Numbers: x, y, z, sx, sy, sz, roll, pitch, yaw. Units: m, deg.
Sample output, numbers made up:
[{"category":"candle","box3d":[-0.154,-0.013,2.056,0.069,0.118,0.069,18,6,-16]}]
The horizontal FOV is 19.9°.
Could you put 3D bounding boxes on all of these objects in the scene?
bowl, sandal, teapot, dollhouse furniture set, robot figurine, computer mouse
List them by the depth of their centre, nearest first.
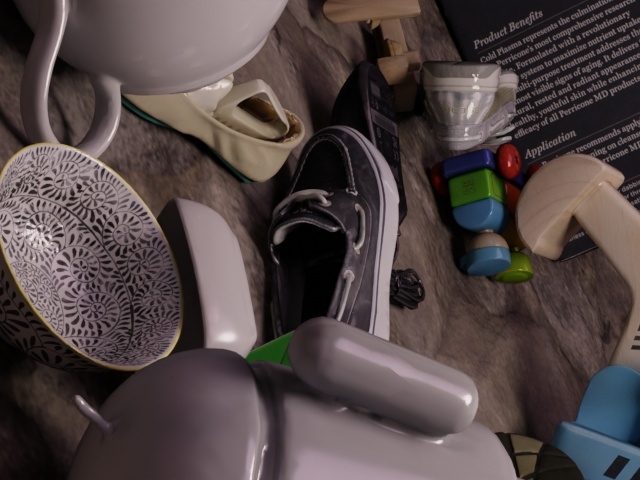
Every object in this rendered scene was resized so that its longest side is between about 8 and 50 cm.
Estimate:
[{"category":"robot figurine","box3d":[-0.012,0.186,1.166,0.353,0.300,0.200,16,21,-19]},{"category":"bowl","box3d":[-0.179,0.026,1.229,0.170,0.080,0.170,37,36,-33]},{"category":"bowl","box3d":[-0.092,0.055,1.322,0.053,0.142,0.142,2,57,-24]},{"category":"teapot","box3d":[-0.126,-0.196,1.436,0.252,0.256,0.187,-114,-169,-54]},{"category":"sandal","box3d":[0.204,0.306,1.797,0.120,0.086,0.303,16,39,-16]},{"category":"computer mouse","box3d":[0.035,-0.057,1.838,0.184,0.060,0.262,9,71,-69]},{"category":"dollhouse furniture set","box3d":[0.038,-0.238,2.067,0.151,0.123,0.144,98,-18,-62]}]

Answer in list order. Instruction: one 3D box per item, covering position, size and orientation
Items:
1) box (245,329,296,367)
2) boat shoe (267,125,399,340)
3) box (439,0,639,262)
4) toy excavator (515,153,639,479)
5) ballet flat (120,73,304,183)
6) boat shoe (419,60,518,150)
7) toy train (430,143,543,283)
[{"category":"box","box3d":[0.022,0.226,1.430,0.231,0.126,0.262,20,48,-57]},{"category":"boat shoe","box3d":[0.000,0.000,1.648,0.102,0.108,0.301,46,36,-42]},{"category":"box","box3d":[0.421,-0.260,2.583,0.472,0.297,0.480,67,23,2]},{"category":"toy excavator","box3d":[0.373,0.166,2.006,0.222,0.433,0.445,19,91,-60]},{"category":"ballet flat","box3d":[-0.094,-0.127,1.587,0.248,0.086,0.086,31,40,-53]},{"category":"boat shoe","box3d":[0.172,-0.152,2.139,0.320,0.118,0.103,-10,102,-84]},{"category":"toy train","box3d":[0.229,-0.012,2.172,0.248,0.105,0.143,27,54,-57]}]
